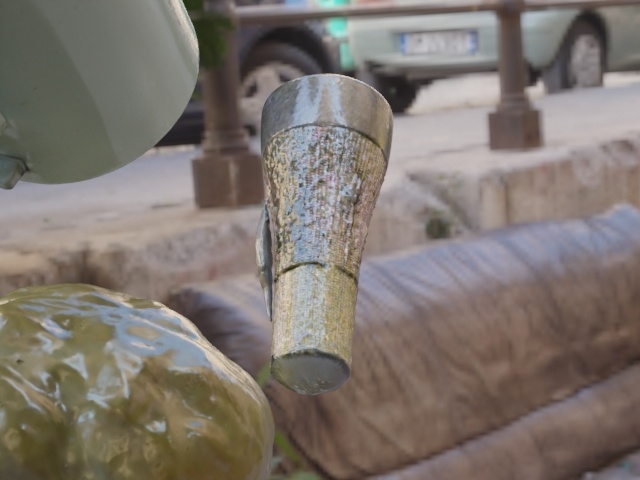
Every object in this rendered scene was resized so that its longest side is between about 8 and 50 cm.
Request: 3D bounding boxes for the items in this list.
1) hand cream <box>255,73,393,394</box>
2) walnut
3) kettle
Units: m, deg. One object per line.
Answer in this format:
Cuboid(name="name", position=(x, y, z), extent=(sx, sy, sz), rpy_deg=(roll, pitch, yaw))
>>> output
Cuboid(name="hand cream", position=(0.000, 0.000, 0.822), extent=(0.084, 0.203, 0.084), rpy_deg=(2, -34, 2))
Cuboid(name="walnut", position=(-0.189, 0.173, 1.058), extent=(0.276, 0.282, 0.253), rpy_deg=(26, -7, -10))
Cuboid(name="kettle", position=(-0.237, -0.187, 0.964), extent=(0.265, 0.205, 0.318), rpy_deg=(-36, -26, -12))
